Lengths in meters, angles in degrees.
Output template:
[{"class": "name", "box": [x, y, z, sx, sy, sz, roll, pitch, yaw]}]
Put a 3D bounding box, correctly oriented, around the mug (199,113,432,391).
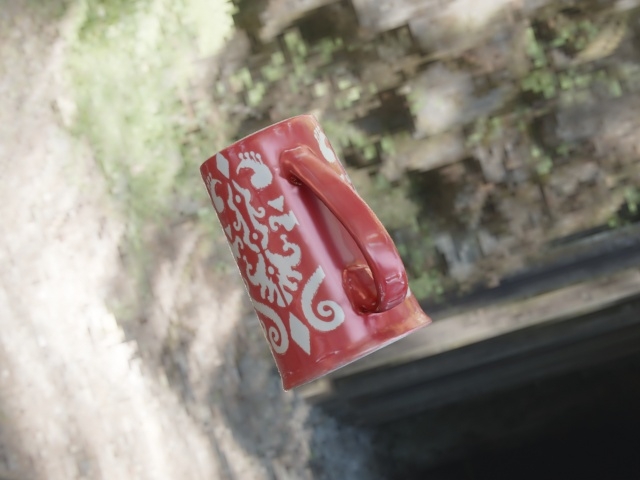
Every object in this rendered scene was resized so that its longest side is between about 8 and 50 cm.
[{"class": "mug", "box": [0.004, -0.001, 1.053, 0.113, 0.150, 0.169, -19, 82, -53]}]
